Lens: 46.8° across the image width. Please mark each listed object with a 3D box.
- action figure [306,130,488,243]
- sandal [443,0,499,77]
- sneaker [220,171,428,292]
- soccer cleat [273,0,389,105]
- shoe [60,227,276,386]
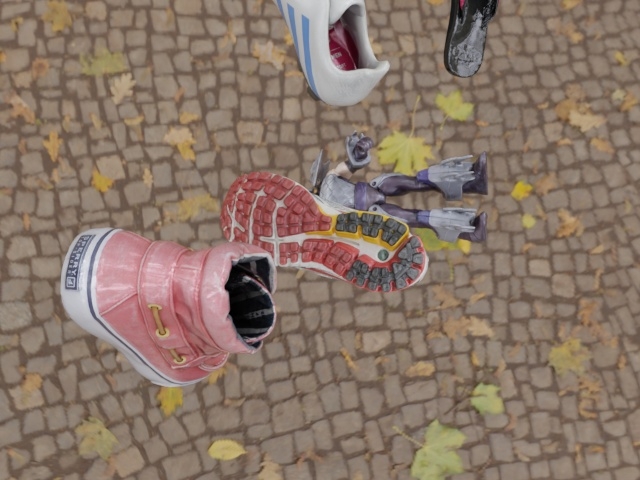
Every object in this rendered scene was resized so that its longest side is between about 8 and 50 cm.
[{"bbox_3d":[0.079,-0.057,0.992,0.285,0.099,0.185,0,78,14],"label":"action figure"},{"bbox_3d":[0.176,-0.272,0.824,0.067,0.040,0.179,-2,103,-24],"label":"sandal"},{"bbox_3d":[0.000,0.000,0.731,0.225,0.092,0.088,23,90,20],"label":"sneaker"},{"bbox_3d":[-0.009,-0.342,0.989,0.116,0.143,0.331,-33,99,-29],"label":"soccer cleat"},{"bbox_3d":[-0.060,0.044,0.398,0.081,0.178,0.064,5,70,13],"label":"shoe"}]
